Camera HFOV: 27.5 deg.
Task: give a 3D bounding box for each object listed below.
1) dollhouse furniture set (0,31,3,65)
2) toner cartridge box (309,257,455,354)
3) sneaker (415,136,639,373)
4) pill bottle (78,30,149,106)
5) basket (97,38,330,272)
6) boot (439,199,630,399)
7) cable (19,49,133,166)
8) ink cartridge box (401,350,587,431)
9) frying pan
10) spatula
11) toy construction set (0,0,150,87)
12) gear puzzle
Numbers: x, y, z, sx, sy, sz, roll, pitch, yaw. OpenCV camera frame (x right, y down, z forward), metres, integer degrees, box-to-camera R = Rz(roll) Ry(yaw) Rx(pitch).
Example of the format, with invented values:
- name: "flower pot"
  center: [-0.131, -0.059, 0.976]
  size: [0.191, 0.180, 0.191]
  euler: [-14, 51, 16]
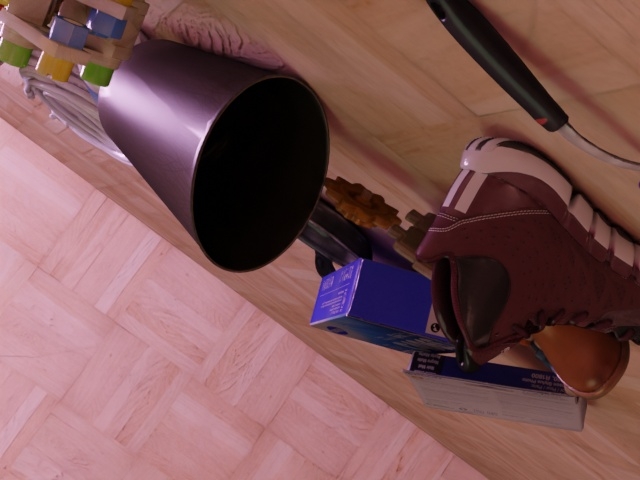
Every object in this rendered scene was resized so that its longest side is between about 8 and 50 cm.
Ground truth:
- name: "dollhouse furniture set"
  center: [-0.504, -0.343, 1.736]
  size: [0.259, 0.135, 0.262]
  euler: [46, 171, 2]
- name: "toner cartridge box"
  center: [0.092, 0.091, 1.680]
  size: [0.165, 0.075, 0.348]
  euler: [17, 172, -5]
- name: "sneaker"
  center: [0.185, 0.058, 1.035]
  size: [0.281, 0.162, 0.106]
  euler: [38, 171, -14]
- name: "pill bottle"
  center: [-0.228, -0.195, 1.487]
  size: [0.087, 0.087, 0.160]
  euler: [35, 172, 4]
- name: "basket"
  center: [-0.118, -0.109, 1.318]
  size: [0.154, 0.204, 0.227]
  euler: [-8, -149, -35]
- name: "boot"
  center: [0.176, 0.046, 1.130]
  size: [0.152, 0.073, 0.197]
  euler: [35, -165, -27]
- name: "cable"
  center: [-0.291, -0.185, 1.777]
  size: [0.257, 0.089, 0.257]
  euler: [34, 170, 0]
- name: "ink cartridge box"
  center: [0.229, 0.189, 1.690]
  size: [0.223, 0.045, 0.224]
  euler: [8, 163, 15]
- name: "frying pan"
  center: [0.020, 0.010, 1.764]
  size: [0.197, 0.053, 0.326]
  euler: [29, 171, 37]
- name: "spatula"
  center: [0.176, -0.067, 0.847]
  size: [0.296, 0.030, 0.084]
  euler: [38, 170, -14]
- name: "toy construction set"
  center: [-0.291, -0.254, 1.210]
  size: [0.328, 0.151, 0.215]
  euler: [41, -163, 13]
- name: "gear puzzle"
  center: [0.137, 0.041, 1.282]
  size: [0.339, 0.044, 0.175]
  euler: [34, -161, 7]
